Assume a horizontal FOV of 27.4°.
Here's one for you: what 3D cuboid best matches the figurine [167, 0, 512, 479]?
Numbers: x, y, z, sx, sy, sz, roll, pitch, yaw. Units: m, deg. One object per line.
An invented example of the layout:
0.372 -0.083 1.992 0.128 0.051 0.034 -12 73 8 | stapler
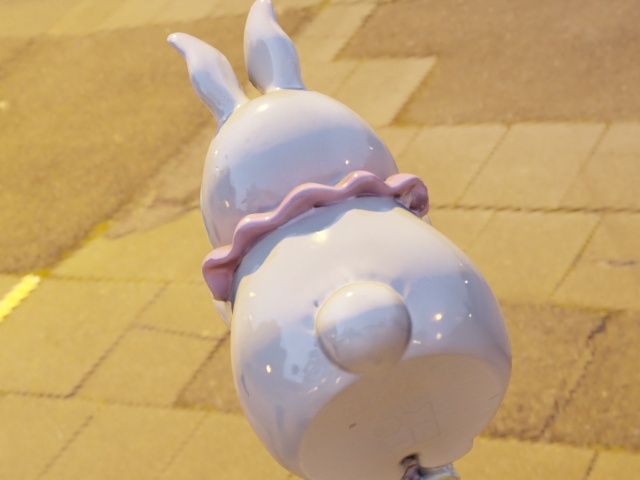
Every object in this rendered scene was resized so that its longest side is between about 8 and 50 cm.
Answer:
0.000 0.000 0.644 0.127 0.155 0.235 -30 51 8 | figurine
